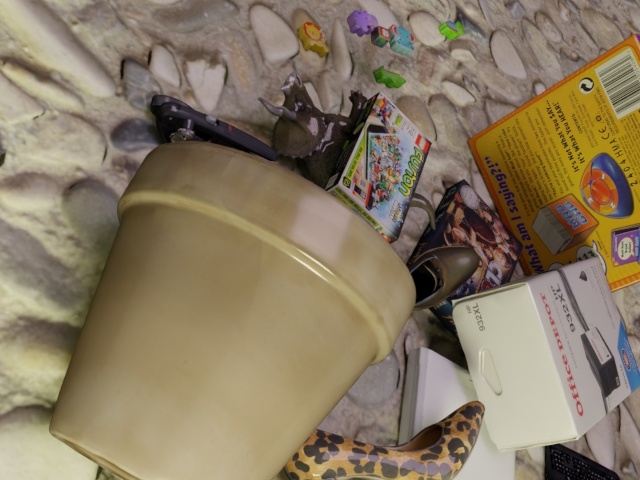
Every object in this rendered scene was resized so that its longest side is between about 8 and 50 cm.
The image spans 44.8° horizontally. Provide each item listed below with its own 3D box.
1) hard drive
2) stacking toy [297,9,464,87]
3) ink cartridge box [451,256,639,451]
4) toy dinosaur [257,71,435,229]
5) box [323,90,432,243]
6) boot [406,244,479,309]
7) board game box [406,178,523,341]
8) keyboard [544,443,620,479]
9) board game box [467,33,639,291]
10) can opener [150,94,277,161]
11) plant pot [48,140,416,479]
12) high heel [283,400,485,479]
[{"bbox_3d":[0.187,0.324,1.062,0.203,0.040,0.308,31,50,-25],"label":"hard drive"},{"bbox_3d":[0.099,-0.335,1.247,0.221,0.167,0.052,16,58,-33],"label":"stacking toy"},{"bbox_3d":[0.351,0.160,1.176,0.307,0.129,0.223,-9,80,-52],"label":"ink cartridge box"},{"bbox_3d":[0.037,-0.111,1.134,0.313,0.121,0.160,52,56,-14],"label":"toy dinosaur"},{"bbox_3d":[0.081,-0.100,1.056,0.114,0.036,0.207,41,46,-19],"label":"box"},{"bbox_3d":[0.159,0.057,1.088,0.219,0.106,0.082,-22,93,-25],"label":"boot"},{"bbox_3d":[0.235,0.033,1.256,0.165,0.042,0.243,46,46,-13],"label":"board game box"},{"bbox_3d":[0.433,0.389,1.242,0.192,0.038,0.100,28,52,-26],"label":"keyboard"},{"bbox_3d":[0.560,-0.115,1.392,0.356,0.356,0.357,-11,76,-43],"label":"board game box"},{"bbox_3d":[-0.134,-0.138,1.016,0.186,0.059,0.073,21,55,-31],"label":"can opener"},{"bbox_3d":[-0.108,0.110,0.767,0.323,0.323,0.280,38,66,-19],"label":"plant pot"},{"bbox_3d":[0.080,0.230,0.949,0.261,0.093,0.186,-38,88,-29],"label":"high heel"}]
